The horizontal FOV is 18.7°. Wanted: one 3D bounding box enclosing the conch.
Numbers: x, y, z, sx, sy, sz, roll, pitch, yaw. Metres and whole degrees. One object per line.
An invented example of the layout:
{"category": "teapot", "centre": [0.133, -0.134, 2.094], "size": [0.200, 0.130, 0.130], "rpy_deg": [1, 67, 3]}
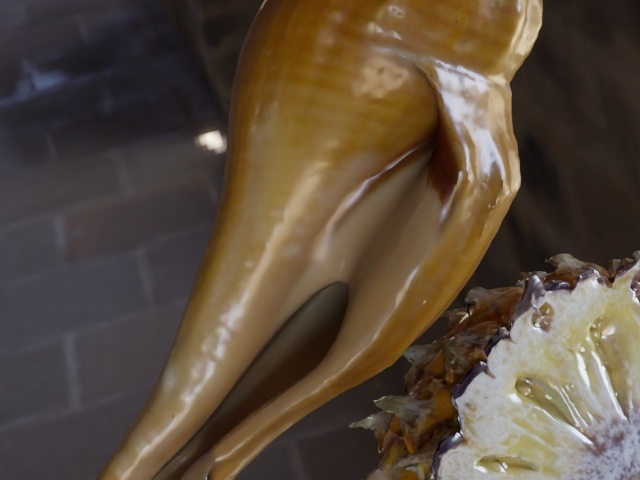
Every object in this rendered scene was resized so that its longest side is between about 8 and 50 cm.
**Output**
{"category": "conch", "centre": [0.002, 0.000, 0.658], "size": [0.109, 0.330, 0.093], "rpy_deg": [30, 9, 18]}

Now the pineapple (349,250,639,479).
{"category": "pineapple", "centre": [0.083, 0.089, 0.719], "size": [0.176, 0.161, 0.137], "rpy_deg": [-22, 3, -22]}
